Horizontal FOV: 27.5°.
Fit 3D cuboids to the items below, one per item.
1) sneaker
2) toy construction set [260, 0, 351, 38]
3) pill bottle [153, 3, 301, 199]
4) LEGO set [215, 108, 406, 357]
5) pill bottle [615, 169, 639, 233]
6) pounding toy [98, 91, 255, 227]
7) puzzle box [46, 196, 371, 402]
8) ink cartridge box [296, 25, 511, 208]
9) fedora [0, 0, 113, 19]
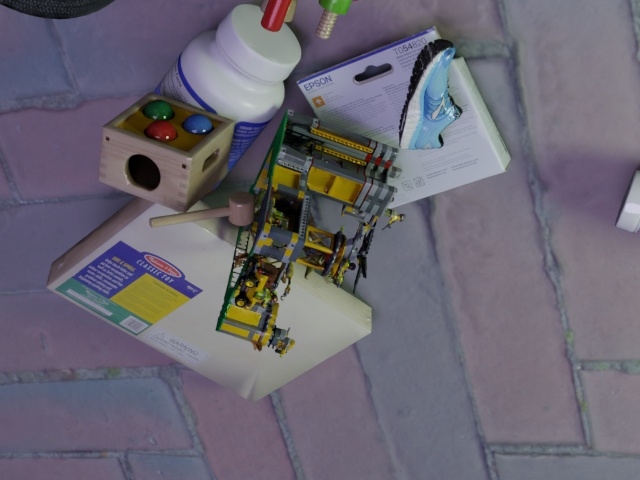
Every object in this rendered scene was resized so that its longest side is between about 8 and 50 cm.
[{"bbox_3d":[0.150,-0.186,1.682,0.073,0.063,0.162,10,128,-6],"label":"sneaker"},{"bbox_3d":[-0.022,-0.400,1.526,0.258,0.309,0.237,14,117,-18],"label":"toy construction set"},{"bbox_3d":[-0.144,-0.189,1.783,0.152,0.152,0.272,39,125,-5],"label":"pill bottle"},{"bbox_3d":[0.000,0.000,1.709,0.192,0.331,0.255,19,122,-9],"label":"LEGO set"},{"bbox_3d":[0.483,-0.023,1.670,0.194,0.108,0.108,20,125,9],"label":"pill bottle"},{"bbox_3d":[-0.170,-0.094,1.641,0.206,0.181,0.094,20,123,14],"label":"pounding toy"},{"bbox_3d":[-0.160,0.084,1.926,0.409,0.052,0.272,34,131,-30],"label":"puzzle box"},{"bbox_3d":[0.113,-0.163,1.765,0.223,0.045,0.224,-17,112,29],"label":"ink cartridge box"},{"bbox_3d":[-0.388,-0.428,1.698,0.334,0.334,0.152,46,155,-10],"label":"fedora"}]
